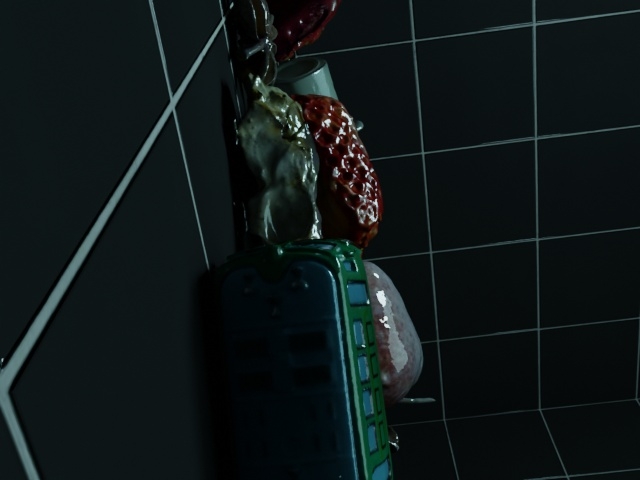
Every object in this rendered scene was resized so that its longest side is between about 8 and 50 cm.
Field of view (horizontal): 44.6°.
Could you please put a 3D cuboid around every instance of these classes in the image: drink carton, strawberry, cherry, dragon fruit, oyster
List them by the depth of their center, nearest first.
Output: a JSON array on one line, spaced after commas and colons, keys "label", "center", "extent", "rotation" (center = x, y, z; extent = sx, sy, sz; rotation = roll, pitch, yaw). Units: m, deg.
[{"label": "oyster", "center": [-0.068, -0.100, 1.198], "extent": [0.197, 0.133, 0.336], "rotation": [61, 16, -61]}, {"label": "strawberry", "center": [0.027, -0.117, 1.385], "extent": [0.265, 0.149, 0.336], "rotation": [96, -28, -42]}, {"label": "dragon fruit", "center": [-0.097, -0.501, 1.643], "extent": [0.302, 0.240, 0.330], "rotation": [-32, -142, 63]}, {"label": "cherry", "center": [0.087, 0.229, 1.781], "extent": [0.326, 0.292, 0.334], "rotation": [52, 28, -75]}, {"label": "drink carton", "center": [-0.031, -0.320, 1.861], "extent": [0.185, 0.191, 0.189], "rotation": [27, -37, 47]}]

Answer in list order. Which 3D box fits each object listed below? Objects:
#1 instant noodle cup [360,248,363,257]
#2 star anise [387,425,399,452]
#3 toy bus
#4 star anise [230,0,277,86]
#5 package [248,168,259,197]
[{"label": "instant noodle cup", "center": [0.000, 0.000, 1.622], "extent": [0.216, 0.216, 0.172], "rotation": [65, 29, -81]}, {"label": "star anise", "center": [0.035, 0.336, 1.392], "extent": [0.099, 0.214, 0.219], "rotation": [-51, 153, -80]}, {"label": "toy bus", "center": [-0.025, 0.161, 0.914], "extent": [0.199, 0.184, 0.343], "rotation": [29, 53, -80]}, {"label": "star anise", "center": [-0.115, -0.346, 1.382], "extent": [0.197, 0.073, 0.212], "rotation": [41, 45, -80]}, {"label": "package", "center": [-0.102, -0.094, 1.451], "extent": [0.239, 0.030, 0.154], "rotation": [75, 6, -64]}]
